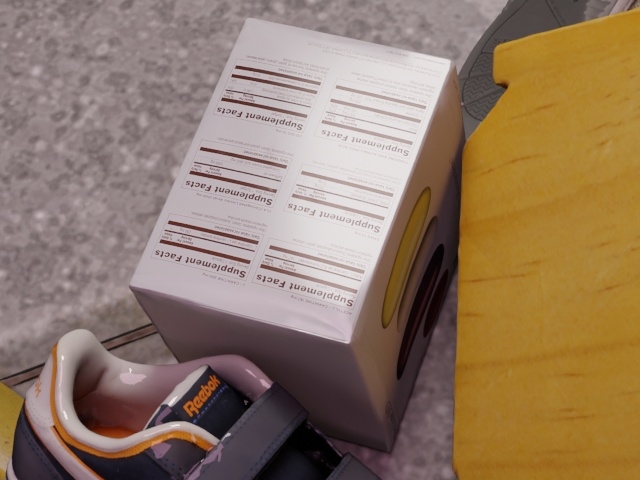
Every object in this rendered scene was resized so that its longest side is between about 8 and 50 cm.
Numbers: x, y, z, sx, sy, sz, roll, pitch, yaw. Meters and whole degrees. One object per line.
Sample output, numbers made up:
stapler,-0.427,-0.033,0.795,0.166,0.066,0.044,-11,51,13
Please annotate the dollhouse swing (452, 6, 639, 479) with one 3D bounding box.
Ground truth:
dollhouse swing,0.303,0.049,0.950,0.315,0.305,0.346,-8,76,47

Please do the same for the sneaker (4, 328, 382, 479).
sneaker,-0.043,0.156,0.906,0.321,0.127,0.126,19,25,12

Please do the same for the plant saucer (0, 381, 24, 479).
plant saucer,-0.235,0.277,0.966,0.333,0.081,0.333,32,73,24

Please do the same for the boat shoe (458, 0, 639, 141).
boat shoe,0.204,-0.162,1.113,0.118,0.103,0.320,12,58,37

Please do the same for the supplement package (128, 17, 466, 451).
supplement package,0.000,0.000,1.000,0.149,0.194,0.203,14,67,17
